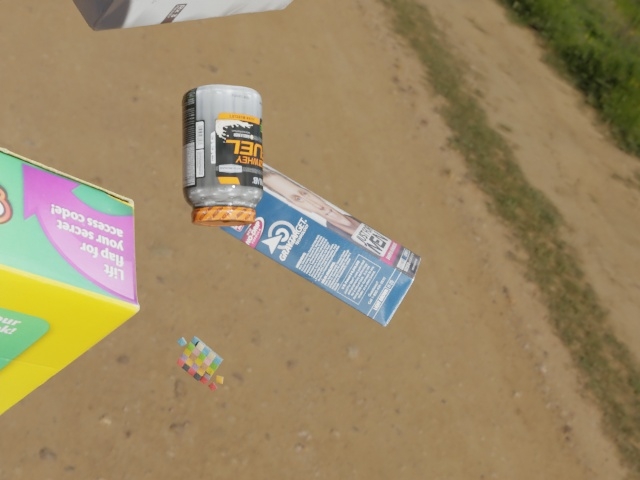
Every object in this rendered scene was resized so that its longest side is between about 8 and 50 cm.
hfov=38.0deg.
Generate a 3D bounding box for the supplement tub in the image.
[{"bbox_3d":[-0.140,-0.118,1.330,0.117,0.190,0.117,-2,-5,0],"label":"supplement tub"}]

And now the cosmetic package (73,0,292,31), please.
[{"bbox_3d":[-0.125,-0.388,1.121,0.385,0.217,0.156,-24,81,-52],"label":"cosmetic package"}]

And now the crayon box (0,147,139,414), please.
[{"bbox_3d":[-0.361,0.030,0.622,0.363,0.313,0.106,23,44,-40],"label":"crayon box"}]

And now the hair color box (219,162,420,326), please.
[{"bbox_3d":[0.000,0.000,1.637,0.347,0.105,0.174,30,15,3],"label":"hair color box"}]

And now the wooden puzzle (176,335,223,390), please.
[{"bbox_3d":[-0.160,0.161,1.234,0.083,0.049,0.006,38,24,7],"label":"wooden puzzle"}]
